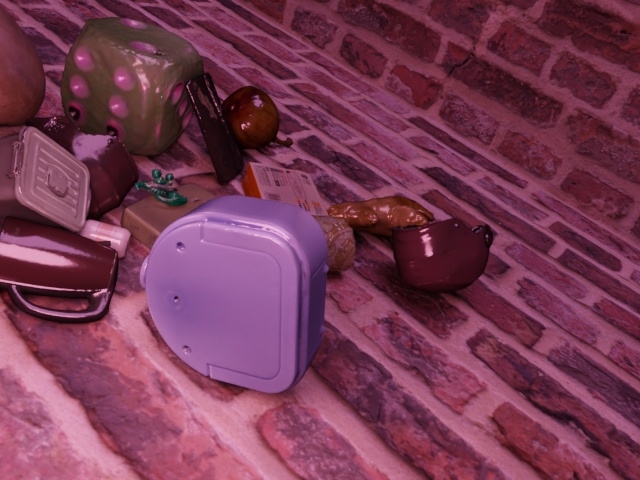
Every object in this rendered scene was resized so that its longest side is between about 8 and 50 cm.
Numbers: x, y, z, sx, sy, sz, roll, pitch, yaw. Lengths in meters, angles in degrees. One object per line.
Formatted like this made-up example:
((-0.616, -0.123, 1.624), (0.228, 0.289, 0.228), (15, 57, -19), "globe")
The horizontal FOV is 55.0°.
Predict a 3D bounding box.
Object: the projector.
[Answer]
((-0.352, -0.046, 1.572), (0.193, 0.088, 0.269), (33, 32, 16), "projector")

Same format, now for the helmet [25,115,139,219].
((-0.603, -0.155, 1.472), (0.305, 0.225, 0.177), (14, 59, 3), "helmet")

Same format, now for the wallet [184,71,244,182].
((-0.319, -0.350, 1.892), (0.044, 0.321, 0.170), (-9, 23, 21), "wallet")

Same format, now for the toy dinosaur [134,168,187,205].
((-0.400, -0.127, 1.537), (0.132, 0.059, 0.096), (9, 37, -34), "toy dinosaur")

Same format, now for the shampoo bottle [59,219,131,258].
((-0.538, -0.013, 1.410), (0.191, 0.074, 0.074), (15, 31, -12), "shampoo bottle")

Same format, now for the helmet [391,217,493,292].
((0.353, 0.054, 1.760), (0.338, 0.270, 0.197), (13, 72, -50), "helmet")

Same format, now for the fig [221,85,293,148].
((-0.199, -0.396, 2.165), (0.320, 0.217, 0.217), (26, 20, -46), "fig")

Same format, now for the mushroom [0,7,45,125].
((-0.922, -0.466, 1.649), (0.294, 0.362, 0.362), (-27, 43, -1), "mushroom")

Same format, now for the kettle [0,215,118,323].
((-0.531, 0.063, 1.240), (0.232, 0.144, 0.202), (14, 49, -21), "kettle")

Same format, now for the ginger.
((0.202, -0.052, 1.920), (0.375, 0.166, 0.236), (-20, 44, -35), "ginger")

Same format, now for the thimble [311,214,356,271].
((0.000, 0.000, 1.688), (0.143, 0.137, 0.191), (0, 42, -30), "thimble")

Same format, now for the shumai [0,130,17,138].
((-0.759, -0.186, 1.288), (0.185, 0.183, 0.218), (48, 61, -29), "shumai")

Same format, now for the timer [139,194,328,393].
((-0.173, 0.092, 1.214), (0.394, 0.395, 0.173), (28, 31, 7), "timer")

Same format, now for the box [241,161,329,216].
((-0.107, -0.121, 1.853), (0.220, 0.091, 0.274), (11, 33, -23), "box")

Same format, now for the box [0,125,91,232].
((-0.594, -0.114, 1.256), (0.134, 0.243, 0.163), (-5, 73, 9), "box")

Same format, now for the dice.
((-0.562, -0.464, 1.856), (0.318, 0.322, 0.330), (25, 29, 3), "dice")
